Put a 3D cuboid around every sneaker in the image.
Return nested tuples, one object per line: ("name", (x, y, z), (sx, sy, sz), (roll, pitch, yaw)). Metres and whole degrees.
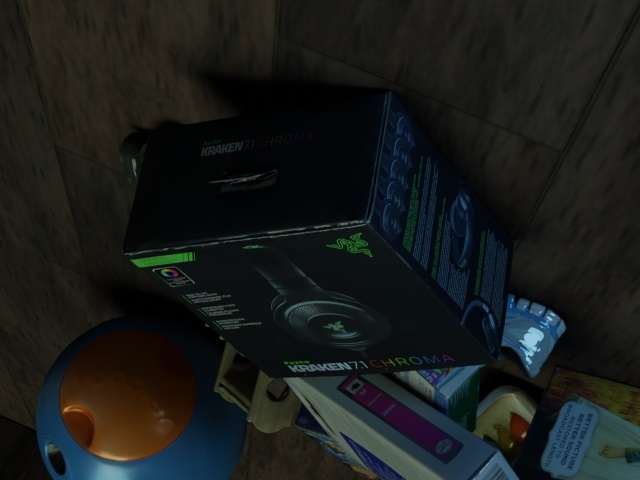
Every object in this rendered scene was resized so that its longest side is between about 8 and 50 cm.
("sneaker", (0.146, 0.083, 1.708), (0.190, 0.083, 0.071), (20, 163, 15))
("sneaker", (-0.149, -0.055, 1.713), (0.089, 0.051, 0.170), (17, 145, 33))

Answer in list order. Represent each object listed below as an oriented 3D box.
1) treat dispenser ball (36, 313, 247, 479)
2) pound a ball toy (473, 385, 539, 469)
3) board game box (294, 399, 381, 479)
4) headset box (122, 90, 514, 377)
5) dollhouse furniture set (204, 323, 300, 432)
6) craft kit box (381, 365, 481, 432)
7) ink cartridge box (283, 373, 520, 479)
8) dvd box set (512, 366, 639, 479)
("treat dispenser ball", (-0.244, 0.246, 2.316), (0.288, 0.288, 0.288), (22, 162, 7))
("pound a ball toy", (0.188, 0.227, 2.036), (0.208, 0.135, 0.319), (48, 164, 8))
("board game box", (0.085, 0.297, 2.421), (0.194, 0.060, 0.194), (15, 161, 24))
("headset box", (0.000, 0.000, 1.490), (0.246, 0.131, 0.283), (-6, 148, 28))
("dollhouse furniture set", (-0.046, 0.166, 2.114), (0.161, 0.101, 0.182), (10, -169, -29))
("craft kit box", (0.061, 0.101, 1.772), (0.246, 0.061, 0.250), (40, 167, 16))
("ink cartridge box", (0.094, 0.220, 1.767), (0.371, 0.069, 0.176), (26, 157, 52))
("dvd box set", (0.381, 0.320, 1.717), (0.420, 0.308, 0.062), (14, 158, 29))
